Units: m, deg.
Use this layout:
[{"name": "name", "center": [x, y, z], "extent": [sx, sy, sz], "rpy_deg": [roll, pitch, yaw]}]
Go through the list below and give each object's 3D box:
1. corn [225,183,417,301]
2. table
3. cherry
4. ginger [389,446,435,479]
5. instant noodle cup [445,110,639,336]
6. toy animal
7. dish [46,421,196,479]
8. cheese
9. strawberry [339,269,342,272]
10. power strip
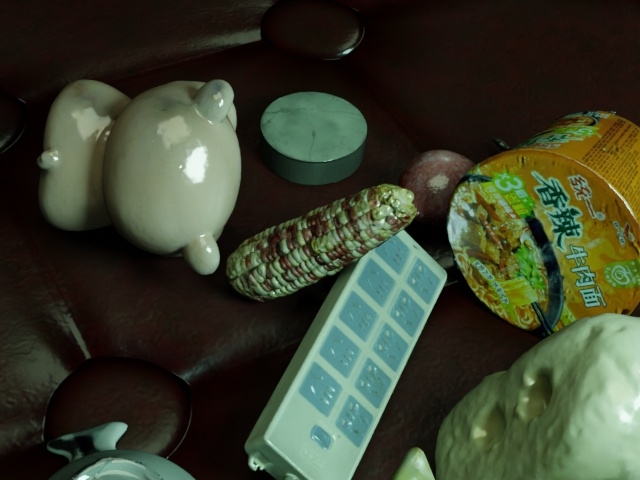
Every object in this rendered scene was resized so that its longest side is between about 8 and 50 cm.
[{"name": "corn", "center": [0.000, 0.000, 1.303], "extent": [0.237, 0.079, 0.079], "rpy_deg": [-27, 36, 31]}, {"name": "table", "center": [-0.009, -0.129, 1.527], "extent": [0.133, 0.043, 0.133], "rpy_deg": [3, 46, -3]}, {"name": "cherry", "center": [0.165, -0.077, 1.476], "extent": [0.107, 0.090, 0.225], "rpy_deg": [12, 27, 26]}, {"name": "ginger", "center": [0.072, 0.339, 0.897], "extent": [0.413, 0.211, 0.358], "rpy_deg": [-11, 75, -24]}, {"name": "instant noodle cup", "center": [0.280, -0.033, 1.353], "extent": [0.230, 0.230, 0.182], "rpy_deg": [26, 41, 19]}, {"name": "toy animal", "center": [-0.204, -0.090, 1.362], "extent": [0.221, 0.210, 0.229], "rpy_deg": [5, 11, -11]}, {"name": "dish", "center": [-0.192, 0.253, 1.121], "extent": [0.224, 0.078, 0.246], "rpy_deg": [-14, 49, -16]}, {"name": "cheese", "center": [0.230, 0.182, 1.123], "extent": [0.251, 0.247, 0.173], "rpy_deg": [9, 45, 12]}, {"name": "strawberry", "center": [0.031, 0.004, 1.391], "extent": [0.083, 0.073, 0.073], "rpy_deg": [2, 45, -22]}, {"name": "power strip", "center": [0.032, 0.123, 1.257], "extent": [0.106, 0.043, 0.367], "rpy_deg": [43, 48, -14]}]
